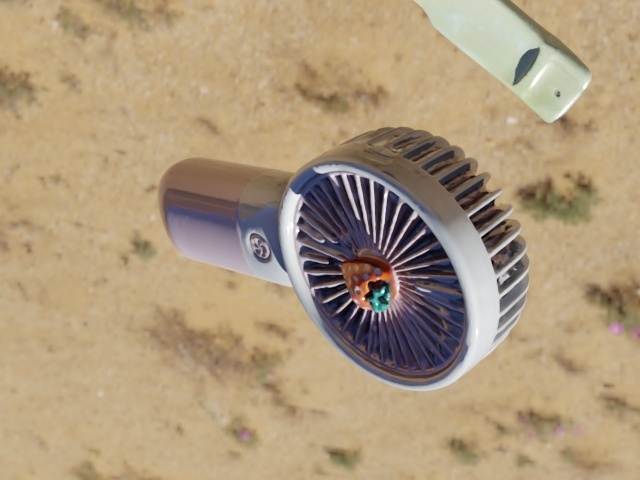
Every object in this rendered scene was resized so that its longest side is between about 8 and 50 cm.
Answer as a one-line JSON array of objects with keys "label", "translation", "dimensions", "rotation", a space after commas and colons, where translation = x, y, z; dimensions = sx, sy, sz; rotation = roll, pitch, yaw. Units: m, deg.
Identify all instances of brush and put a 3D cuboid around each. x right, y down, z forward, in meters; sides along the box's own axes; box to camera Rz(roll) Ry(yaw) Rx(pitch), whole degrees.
[{"label": "brush", "translation": [0.042, -0.119, 0.589], "dimensions": [0.178, 0.030, 0.033], "rotation": [39, 116, -5]}]

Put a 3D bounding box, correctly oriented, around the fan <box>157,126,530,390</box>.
[{"label": "fan", "translation": [0.000, 0.000, 0.726], "dimensions": [0.244, 0.074, 0.130], "rotation": [12, 125, 44]}]
